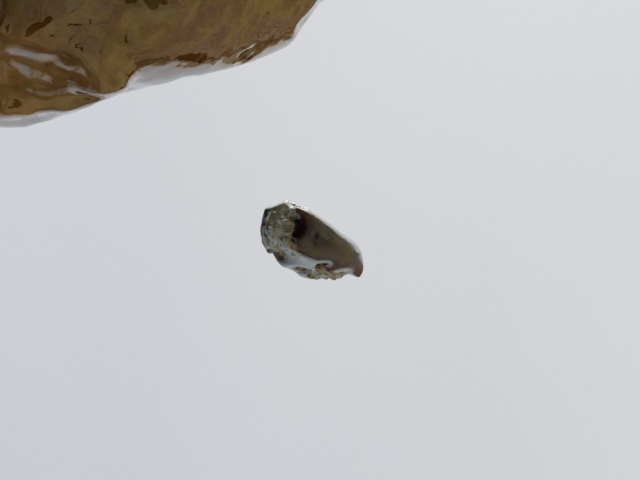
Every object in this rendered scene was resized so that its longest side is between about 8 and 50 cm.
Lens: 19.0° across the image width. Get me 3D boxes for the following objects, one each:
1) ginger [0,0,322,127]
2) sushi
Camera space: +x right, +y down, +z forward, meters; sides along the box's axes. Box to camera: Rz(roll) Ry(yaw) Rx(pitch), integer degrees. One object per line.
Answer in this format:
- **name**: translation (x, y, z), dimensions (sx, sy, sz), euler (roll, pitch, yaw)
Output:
- **ginger**: translation (-0.124, -0.191, 1.189), dimensions (0.223, 0.269, 0.200), euler (-57, -47, -75)
- **sushi**: translation (0.000, 0.000, 1.268), dimensions (0.083, 0.046, 0.044), euler (35, -116, -52)
